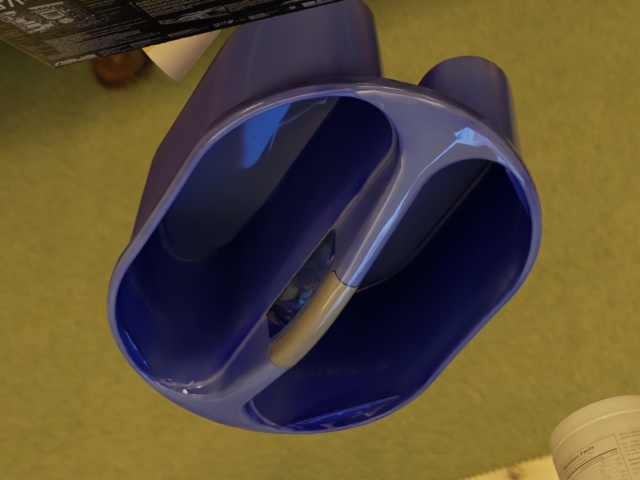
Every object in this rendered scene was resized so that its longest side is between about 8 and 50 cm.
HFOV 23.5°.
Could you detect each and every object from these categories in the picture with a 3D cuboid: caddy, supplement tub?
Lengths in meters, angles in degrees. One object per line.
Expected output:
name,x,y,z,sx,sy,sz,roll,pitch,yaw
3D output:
caddy,0.000,0.000,1.052,0.241,0.341,0.179,23,41,-17
supplement tub,0.173,0.147,0.842,0.071,0.071,0.107,-22,53,10

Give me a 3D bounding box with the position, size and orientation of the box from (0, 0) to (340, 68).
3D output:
box,-0.077,-0.151,0.743,0.180,0.147,0.077,-12,84,10

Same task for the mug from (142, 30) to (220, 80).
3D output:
mug,-0.120,-0.180,1.279,0.064,0.078,0.062,-40,52,8
